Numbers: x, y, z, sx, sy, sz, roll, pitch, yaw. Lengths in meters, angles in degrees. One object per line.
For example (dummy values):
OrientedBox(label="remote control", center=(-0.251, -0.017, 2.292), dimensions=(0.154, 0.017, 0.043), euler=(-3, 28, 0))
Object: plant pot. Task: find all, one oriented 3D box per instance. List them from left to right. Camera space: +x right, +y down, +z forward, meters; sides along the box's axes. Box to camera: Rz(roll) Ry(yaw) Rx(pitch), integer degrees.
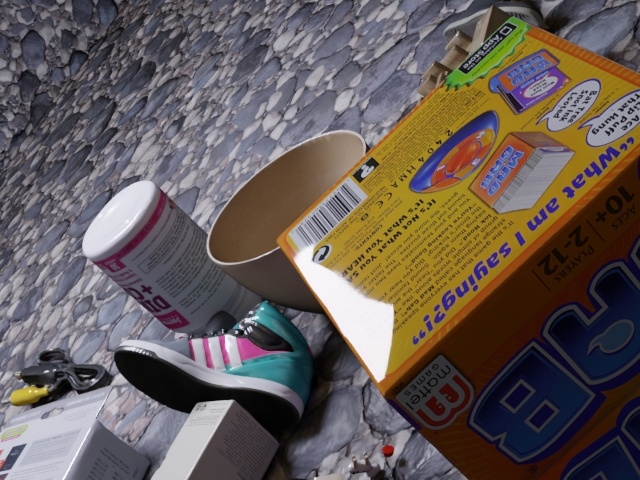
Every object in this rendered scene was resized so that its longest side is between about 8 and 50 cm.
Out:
OrientedBox(label="plant pot", center=(0.000, 0.000, 1.743), dimensions=(0.284, 0.191, 0.284), euler=(-30, 26, 17))

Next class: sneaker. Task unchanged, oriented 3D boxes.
OrientedBox(label="sneaker", center=(-0.138, 0.161, 1.715), dimensions=(0.296, 0.123, 0.178), euler=(14, 43, 15))
OrientedBox(label="sneaker", center=(0.310, -0.396, 1.992), dimensions=(0.222, 0.083, 0.118), euler=(3, 53, 57))

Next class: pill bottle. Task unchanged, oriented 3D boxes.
OrientedBox(label="pill bottle", center=(-0.235, 0.049, 1.909), dimensions=(0.160, 0.283, 0.160), euler=(-33, 29, 22))

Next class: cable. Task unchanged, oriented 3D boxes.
OrientedBox(label="cable", center=(-0.483, 0.265, 2.236), dimensions=(0.287, 0.072, 0.139), euler=(-4, 30, 36))

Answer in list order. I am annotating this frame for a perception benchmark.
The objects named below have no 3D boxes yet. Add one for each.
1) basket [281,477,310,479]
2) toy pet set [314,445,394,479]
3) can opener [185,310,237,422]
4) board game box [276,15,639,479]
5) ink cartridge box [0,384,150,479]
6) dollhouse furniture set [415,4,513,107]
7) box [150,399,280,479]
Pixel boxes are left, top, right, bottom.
OrientedBox(label="basket", center=(-0.066, 0.371, 1.370), dimensions=(0.154, 0.204, 0.227), euler=(-31, 8, -29))
OrientedBox(label="toy pet set", center=(0.050, 0.320, 1.414), dimensions=(0.114, 0.065, 0.122), euler=(-9, 32, -7))
OrientedBox(label="can opener", center=(-0.177, 0.234, 1.780), dimensions=(0.076, 0.095, 0.283), euler=(-23, 34, 37))
OrientedBox(label="board game box", center=(0.237, 0.053, 1.175), dimensions=(0.356, 0.356, 0.356), euler=(-43, 27, 3))
OrientedBox(label="ink cartridge box", center=(-0.434, 0.397, 1.873), dimensions=(0.309, 0.130, 0.272), euler=(-19, 35, 40))
OrientedBox(label="dollhouse furniture set", center=(0.259, -0.217, 1.809), dimensions=(0.242, 0.161, 0.212), euler=(-49, 17, 47))
OrientedBox(label="box", center=(-0.172, 0.356, 1.577), dimensions=(0.094, 0.113, 0.275), euler=(-12, 38, 47))
